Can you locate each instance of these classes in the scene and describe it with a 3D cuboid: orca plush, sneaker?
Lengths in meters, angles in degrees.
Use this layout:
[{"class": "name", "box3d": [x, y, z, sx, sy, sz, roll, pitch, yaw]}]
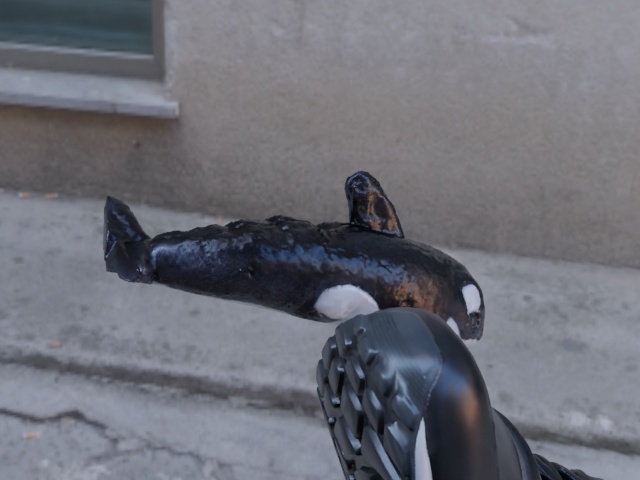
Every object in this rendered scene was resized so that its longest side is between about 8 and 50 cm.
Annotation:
[{"class": "orca plush", "box3d": [0.000, 0.000, 0.664, 0.287, 0.102, 0.151, 14, -1, -17]}, {"class": "sneaker", "box3d": [0.082, 0.119, 0.422, 0.124, 0.283, 0.107, -21, 42, -7]}]
